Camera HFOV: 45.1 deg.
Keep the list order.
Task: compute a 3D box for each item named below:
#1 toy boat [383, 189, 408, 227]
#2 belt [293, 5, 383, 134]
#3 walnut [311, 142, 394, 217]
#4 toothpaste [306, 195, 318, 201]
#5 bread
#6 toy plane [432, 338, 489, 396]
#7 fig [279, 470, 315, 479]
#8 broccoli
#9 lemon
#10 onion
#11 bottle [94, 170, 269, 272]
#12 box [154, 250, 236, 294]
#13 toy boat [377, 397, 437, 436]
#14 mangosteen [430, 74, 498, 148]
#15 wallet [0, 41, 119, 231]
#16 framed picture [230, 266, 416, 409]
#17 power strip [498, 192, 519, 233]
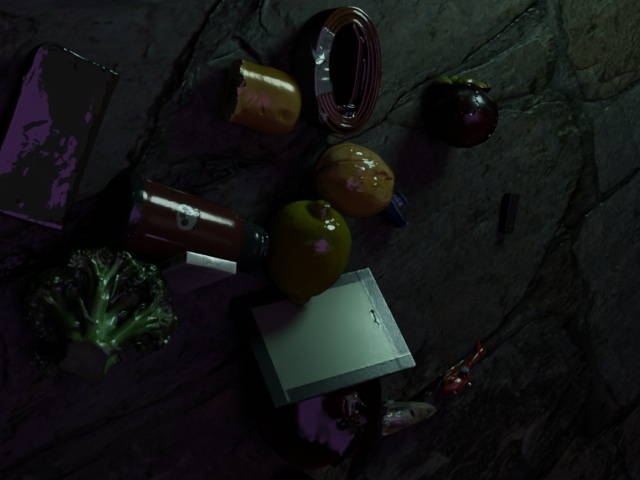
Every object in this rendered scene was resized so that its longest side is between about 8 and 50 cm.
[{"bbox_3d":[0.170,-0.090,1.812,0.061,0.060,0.137,-37,115,-1],"label":"toy boat"},{"bbox_3d":[0.035,-0.358,1.626,0.184,0.105,0.261,3,100,-34],"label":"belt"},{"bbox_3d":[0.073,-0.128,1.677,0.206,0.159,0.159,12,94,-43],"label":"walnut"},{"bbox_3d":[0.000,0.000,1.732,0.049,0.031,0.204,-20,111,-34],"label":"toothpaste"},{"bbox_3d":[-0.114,-0.284,1.548,0.173,0.085,0.134,6,98,-36],"label":"bread"},{"bbox_3d":[0.387,0.352,2.070,0.194,0.077,0.126,-17,120,-41],"label":"toy plane"},{"bbox_3d":[-0.068,0.612,1.784,0.109,0.103,0.155,35,71,-13],"label":"fig"},{"bbox_3d":[-0.392,0.142,1.375,0.269,0.241,0.261,17,113,-9],"label":"broccoli"},{"bbox_3d":[-0.032,0.022,1.623,0.184,0.184,0.248,-3,120,-35],"label":"lemon"},{"bbox_3d":[0.002,0.348,1.689,0.314,0.232,0.314,5,79,-26],"label":"onion"},{"bbox_3d":[-0.249,-0.017,1.479,0.336,0.144,0.144,19,90,-37],"label":"bottle"},{"bbox_3d":[-0.259,0.063,1.463,0.109,0.198,0.029,16,67,-37],"label":"box"},{"bbox_3d":[0.222,0.444,1.974,0.210,0.066,0.084,0,102,-36],"label":"toy boat"},{"bbox_3d":[0.339,-0.312,1.831,0.166,0.166,0.180,1,76,-36],"label":"mangosteen"},{"bbox_3d":[-0.474,-0.179,1.344,0.165,0.042,0.309,20,91,-39],"label":"wallet"},{"bbox_3d":[0.009,0.200,1.655,0.347,0.265,0.016,-13,150,-25],"label":"framed picture"},{"bbox_3d":[0.508,-0.075,2.076,0.038,0.029,0.111,0,103,-36],"label":"power strip"}]
